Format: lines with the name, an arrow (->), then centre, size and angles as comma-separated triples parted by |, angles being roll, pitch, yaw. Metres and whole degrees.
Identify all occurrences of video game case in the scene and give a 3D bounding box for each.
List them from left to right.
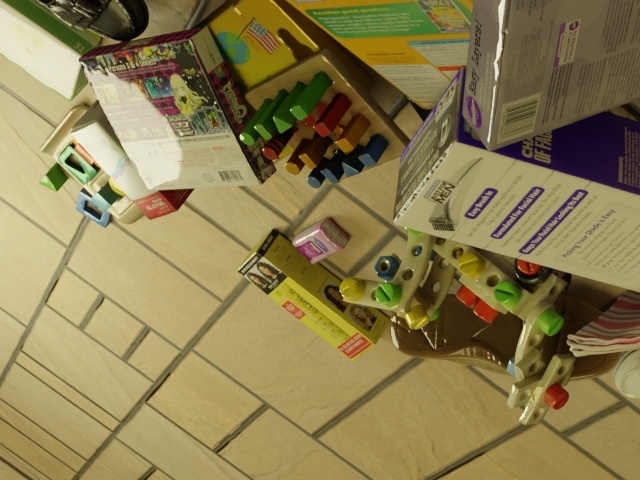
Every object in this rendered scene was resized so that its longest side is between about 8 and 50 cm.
video game case -> -0.187, -0.163, 1.615 | 0.232, 0.042, 0.210 | -1, 124, 44

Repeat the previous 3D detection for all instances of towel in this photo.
towel -> 0.394, 0.079, 1.473 | 0.144, 0.197, 0.029 | -13, 103, 47

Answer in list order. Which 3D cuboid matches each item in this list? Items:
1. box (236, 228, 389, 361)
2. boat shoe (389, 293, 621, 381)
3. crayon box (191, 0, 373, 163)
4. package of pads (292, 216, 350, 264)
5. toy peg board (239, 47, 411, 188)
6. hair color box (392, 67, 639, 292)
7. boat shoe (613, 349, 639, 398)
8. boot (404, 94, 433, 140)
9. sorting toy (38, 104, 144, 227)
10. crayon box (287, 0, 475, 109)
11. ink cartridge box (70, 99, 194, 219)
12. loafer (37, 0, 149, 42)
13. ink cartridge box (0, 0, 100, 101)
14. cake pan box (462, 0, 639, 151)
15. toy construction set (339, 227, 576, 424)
box -> -0.012, 0.085, 1.924 | 0.232, 0.058, 0.087 | 38, 145, -7
boat shoe -> 0.263, 0.126, 1.720 | 0.341, 0.121, 0.110 | 6, 174, 37
crayon box -> -0.075, -0.207, 1.596 | 0.202, 0.081, 0.318 | 44, 145, -16
package of pads -> 0.000, 0.000, 1.834 | 0.050, 0.032, 0.083 | 46, 144, -12
toy peg board -> -0.006, -0.124, 1.500 | 0.160, 0.079, 0.161 | 46, 145, -19
hair color box -> 0.271, -0.056, 1.376 | 0.339, 0.110, 0.185 | 14, 150, -12
boat shoe -> 0.450, 0.170, 1.633 | 0.083, 0.076, 0.226 | 36, 146, -3
boot -> 0.134, -0.145, 1.532 | 0.121, 0.045, 0.099 | -9, 130, 36
sorting toy -> -0.344, -0.108, 1.970 | 0.196, 0.047, 0.348 | 41, 145, -11
crayon box -> 0.119, -0.233, 1.282 | 0.203, 0.083, 0.323 | 4, 165, 36
ink cartridge box -> -0.247, -0.137, 1.781 | 0.072, 0.127, 0.175 | -13, 125, 48
loafer -> -0.361, -0.354, 1.619 | 0.302, 0.095, 0.109 | 41, 125, -9
ink cartridge box -> -0.384, -0.316, 1.742 | 0.171, 0.056, 0.235 | 35, 148, -1
cake pan box -> 0.260, -0.219, 1.175 | 0.267, 0.246, 0.070 | 86, 160, -51
toy construction set -> 0.198, 0.078, 1.597 | 0.328, 0.215, 0.151 | 39, -172, 24
